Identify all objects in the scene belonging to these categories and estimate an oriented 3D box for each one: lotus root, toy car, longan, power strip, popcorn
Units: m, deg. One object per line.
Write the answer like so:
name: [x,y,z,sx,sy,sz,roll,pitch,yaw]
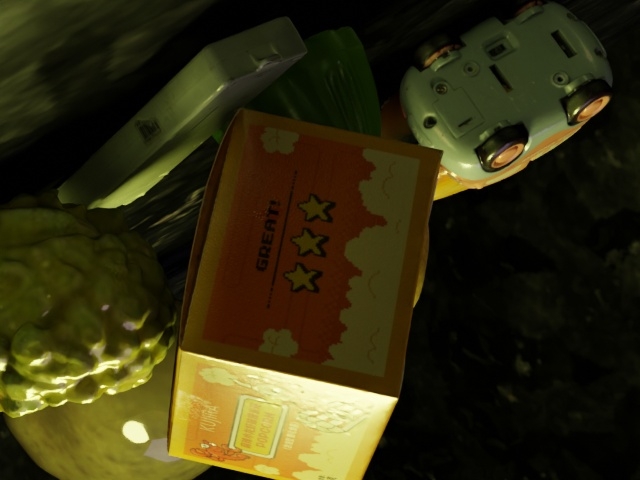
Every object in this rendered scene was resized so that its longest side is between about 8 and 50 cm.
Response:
lotus root: [-0.004,-0.103,1.689,0.186,0.186,0.186,-30,176,-2]
toy car: [0.234,-0.173,2.122,0.270,0.181,0.212,-29,161,-12]
longan: [-0.319,0.253,2.748,0.404,0.336,0.404,-3,163,-1]
power strip: [-0.144,-0.103,1.564,0.106,0.043,0.367,-26,175,-40]
popcorn: [-0.258,0.058,1.560,0.259,0.212,0.259,-8,-174,1]

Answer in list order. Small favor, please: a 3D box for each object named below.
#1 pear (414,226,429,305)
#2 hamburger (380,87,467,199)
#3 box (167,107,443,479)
pear: [0.000,0.000,2.123,0.314,0.314,0.314,-30,176,-2]
hamburger: [0.180,-0.160,2.338,0.246,0.170,0.246,-17,172,-2]
box: [-0.024,0.064,1.585,0.283,0.213,0.260,104,0,-62]
